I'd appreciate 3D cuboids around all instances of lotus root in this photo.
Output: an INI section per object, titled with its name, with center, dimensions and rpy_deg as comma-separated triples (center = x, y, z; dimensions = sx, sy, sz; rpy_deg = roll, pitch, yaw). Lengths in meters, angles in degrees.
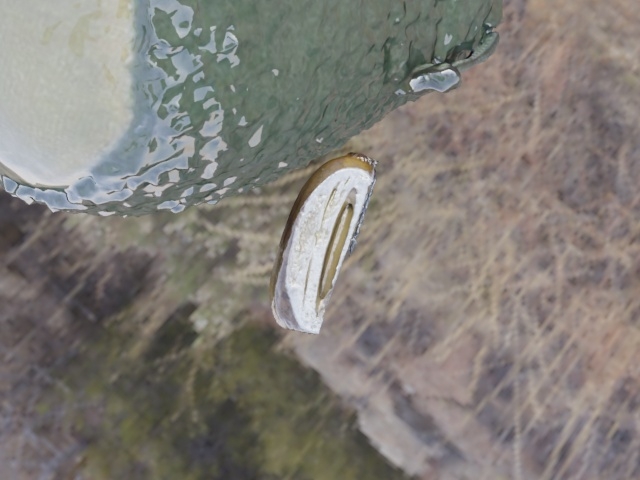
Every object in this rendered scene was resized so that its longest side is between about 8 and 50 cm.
[lotus root]
center = -0.002, -0.001, 0.651
dimensions = 0.030, 0.083, 0.037
rpy_deg = 21, 180, -9

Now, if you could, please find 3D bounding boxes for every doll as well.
[doll]
center = -0.057, -0.144, 0.813
dimensions = 0.247, 0.349, 0.247
rpy_deg = 20, 117, 46
